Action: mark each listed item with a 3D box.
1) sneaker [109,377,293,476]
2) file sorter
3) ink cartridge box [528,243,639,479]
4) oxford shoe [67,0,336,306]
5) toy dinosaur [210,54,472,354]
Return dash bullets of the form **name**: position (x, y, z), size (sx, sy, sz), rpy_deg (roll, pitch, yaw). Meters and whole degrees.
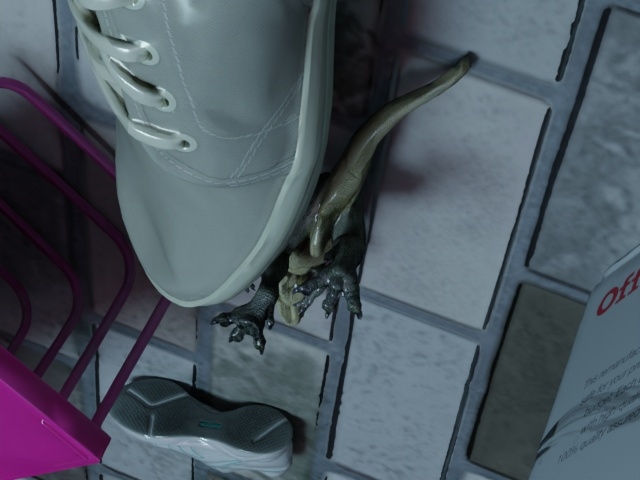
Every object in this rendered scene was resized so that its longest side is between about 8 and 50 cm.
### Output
- **sneaker**: position (-0.092, 0.150, 1.228), size (0.152, 0.054, 0.061), rpy_deg (14, 145, 18)
- **file sorter**: position (-0.260, 0.036, 1.085), size (0.290, 0.182, 0.202), rpy_deg (-18, 126, 46)
- **ink cartridge box**: position (0.203, 0.123, 0.784), size (0.129, 0.307, 0.223), rpy_deg (32, 144, -9)
- **oxford shoe**: position (-0.067, -0.122, 0.765), size (0.169, 0.130, 0.449), rpy_deg (52, 149, 25)
- **toy dinosaur**: position (0.000, 0.000, 0.924), size (0.064, 0.118, 0.268), rpy_deg (30, 145, -8)
